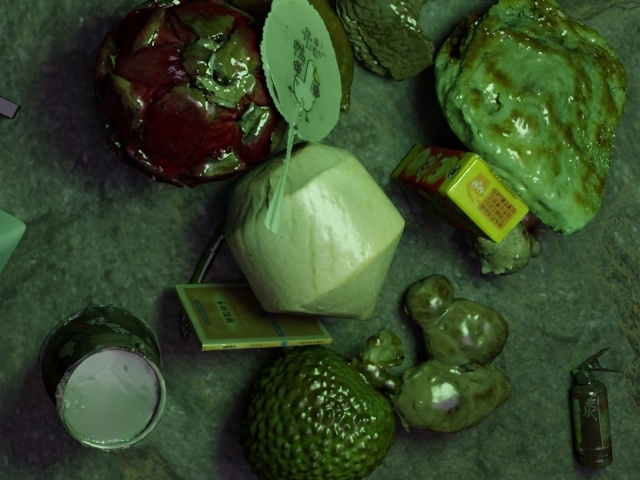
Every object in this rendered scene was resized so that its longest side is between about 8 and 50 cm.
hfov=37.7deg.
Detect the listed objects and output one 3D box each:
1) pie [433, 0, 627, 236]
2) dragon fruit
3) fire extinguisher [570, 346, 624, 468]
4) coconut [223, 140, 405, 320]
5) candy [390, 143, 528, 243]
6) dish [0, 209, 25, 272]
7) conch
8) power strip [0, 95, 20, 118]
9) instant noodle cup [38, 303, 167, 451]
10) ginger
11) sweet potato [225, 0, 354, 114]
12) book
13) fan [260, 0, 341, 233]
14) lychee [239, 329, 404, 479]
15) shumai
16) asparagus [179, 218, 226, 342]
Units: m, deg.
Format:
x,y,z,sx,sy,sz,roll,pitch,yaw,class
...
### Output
x,y,z,sx,sy,sz,roll,pitch,yaw,class
0.383,-0.234,1.672,0.395,0.180,0.418,29,56,-21,pie
-0.208,-0.236,1.483,0.329,0.329,0.329,-2,98,-18,dragon fruit
0.573,0.337,1.931,0.106,0.075,0.252,-5,99,13,fire extinguisher
0.000,0.000,1.592,0.329,0.329,0.329,-2,98,-18,coconut
0.240,-0.088,1.666,0.146,0.276,0.088,41,87,-20,candy
-0.622,-0.003,1.500,0.243,0.080,0.182,31,87,-20,dish
0.363,-0.026,1.786,0.245,0.163,0.178,-2,117,-47,conch
-0.543,-0.231,1.517,0.111,0.038,0.029,26,90,-18,power strip
-0.354,0.232,1.552,0.217,0.207,0.217,-3,99,-17,instant noodle cup
0.253,0.218,1.790,0.244,0.155,0.304,4,88,-12,ginger
-0.047,-0.379,1.605,0.369,0.158,0.158,44,83,-22,sweet potato
-0.118,0.128,1.623,0.241,0.170,0.018,0,123,-29,book
-0.034,-0.194,1.441,0.233,0.012,0.415,39,52,-47,fan
0.009,0.311,1.659,0.320,0.270,0.270,-23,107,22,lychee
0.137,-0.404,1.675,0.206,0.166,0.175,54,53,-28,shumai
-0.211,0.068,1.671,0.034,0.027,0.236,22,90,-9,asparagus
